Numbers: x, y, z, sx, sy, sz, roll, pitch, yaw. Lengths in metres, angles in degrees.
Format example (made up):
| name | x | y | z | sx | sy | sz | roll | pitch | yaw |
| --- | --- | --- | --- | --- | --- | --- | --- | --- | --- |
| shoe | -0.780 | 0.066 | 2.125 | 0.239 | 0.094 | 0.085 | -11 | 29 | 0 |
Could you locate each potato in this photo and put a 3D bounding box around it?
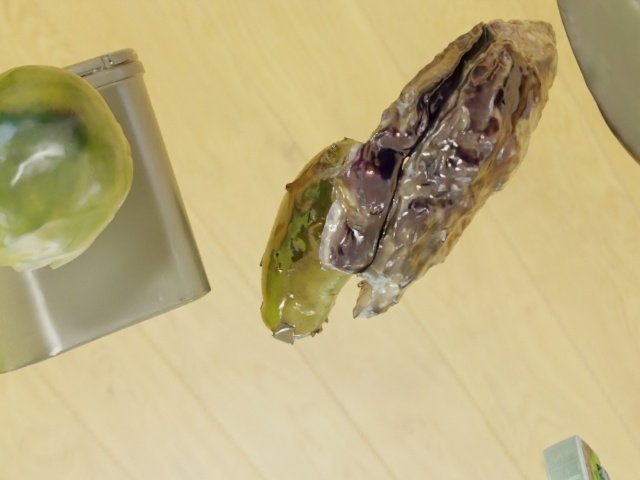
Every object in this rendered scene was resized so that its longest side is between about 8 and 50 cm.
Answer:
| name | x | y | z | sx | sy | sz | roll | pitch | yaw |
| --- | --- | --- | --- | --- | --- | --- | --- | --- | --- |
| potato | 0.000 | 0.000 | 1.764 | 0.090 | 0.117 | 0.225 | 12 | 113 | -39 |

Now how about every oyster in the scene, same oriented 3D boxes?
| name | x | y | z | sx | sy | sz | roll | pitch | yaw |
| --- | --- | --- | --- | --- | --- | --- | --- | --- | --- |
| oyster | 0.096 | -0.057 | 1.365 | 0.100 | 0.275 | 0.271 | 33 | 102 | 10 |

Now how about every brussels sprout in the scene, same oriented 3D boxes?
| name | x | y | z | sx | sy | sz | roll | pitch | yaw |
| --- | --- | --- | --- | --- | --- | --- | --- | --- | --- |
| brussels sprout | -0.206 | -0.059 | 1.289 | 0.149 | 0.151 | 0.122 | 5 | 157 | -30 |

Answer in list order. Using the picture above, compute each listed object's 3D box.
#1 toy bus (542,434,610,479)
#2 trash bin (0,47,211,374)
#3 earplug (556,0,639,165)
| name | x | y | z | sx | sy | sz | roll | pitch | yaw |
| --- | --- | --- | --- | --- | --- | --- | --- | --- | --- |
| toy bus | 0.150 | 0.151 | 0.999 | 0.031 | 0.083 | 0.037 | -29 | 126 | 18 |
| trash bin | -0.241 | -0.029 | 1.602 | 0.243 | 0.121 | 0.247 | -21 | 94 | -29 |
| earplug | 0.398 | -0.224 | 1.213 | 0.394 | 0.312 | 0.312 | -24 | 129 | -21 |
